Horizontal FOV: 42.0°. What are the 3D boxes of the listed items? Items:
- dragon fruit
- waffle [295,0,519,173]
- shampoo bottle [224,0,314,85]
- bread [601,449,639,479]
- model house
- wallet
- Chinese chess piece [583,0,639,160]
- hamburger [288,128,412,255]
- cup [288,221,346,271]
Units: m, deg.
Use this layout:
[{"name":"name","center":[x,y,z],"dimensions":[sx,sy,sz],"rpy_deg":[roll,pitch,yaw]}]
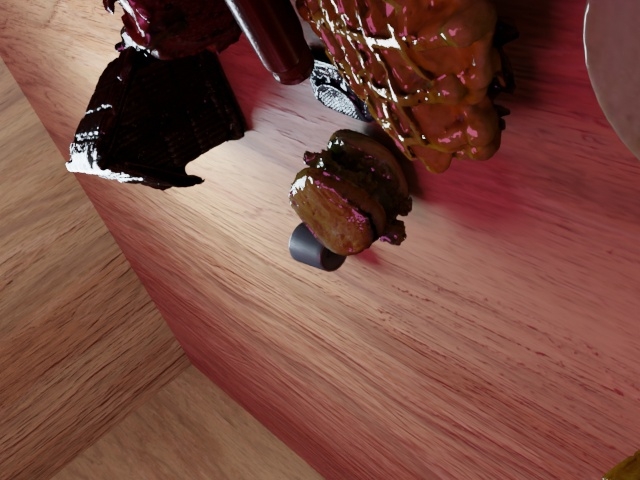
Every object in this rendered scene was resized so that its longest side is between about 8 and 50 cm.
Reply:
[{"name":"dragon fruit","center":[-0.154,-0.340,1.080],"dimensions":[0.240,0.302,0.330],"rpy_deg":[10,163,14]},{"name":"waffle","center":[0.046,-0.244,0.822],"dimensions":[0.382,0.095,0.379],"rpy_deg":[55,174,23]},{"name":"shampoo bottle","center":[-0.068,-0.272,0.978],"dimensions":[0.260,0.064,0.102],"rpy_deg":[55,-156,-64]},{"name":"bread","center":[0.426,0.292,0.919],"dimensions":[0.149,0.143,0.158],"rpy_deg":[57,160,4]},{"name":"model house","center":[-0.324,-0.215,1.447],"dimensions":[0.317,0.282,0.297],"rpy_deg":[13,138,58]},{"name":"wallet","center":[0.023,-0.203,1.101],"dimensions":[0.129,0.026,0.088],"rpy_deg":[28,149,47]},{"name":"Chinese chess piece","center":[0.296,-0.127,0.545],"dimensions":[0.250,0.101,0.250],"rpy_deg":[43,158,22]},{"name":"hamburger","center":[0.054,-0.063,1.139],"dimensions":[0.185,0.131,0.159],"rpy_deg":[49,152,-11]},{"name":"cup","center":[0.000,0.000,1.439],"dimensions":[0.077,0.078,0.100],"rpy_deg":[23,115,43]}]
